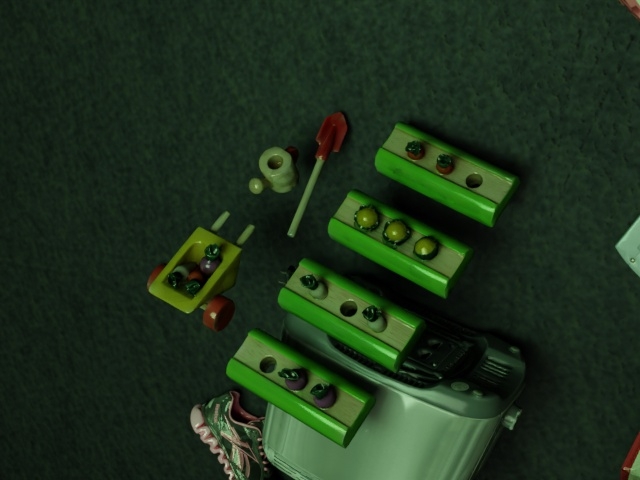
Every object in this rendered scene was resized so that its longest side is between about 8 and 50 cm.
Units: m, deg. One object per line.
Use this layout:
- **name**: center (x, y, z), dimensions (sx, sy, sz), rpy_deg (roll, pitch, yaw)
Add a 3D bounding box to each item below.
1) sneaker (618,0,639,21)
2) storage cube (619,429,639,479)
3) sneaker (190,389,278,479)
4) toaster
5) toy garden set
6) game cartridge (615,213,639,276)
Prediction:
- **sneaker**: center (0.273, -0.162, 0.779), dimensions (0.299, 0.121, 0.112), rpy_deg (38, 109, -13)
- **storage cube**: center (0.325, 0.165, 0.808), dimensions (0.193, 0.215, 0.184), rpy_deg (22, 112, 9)
- **sneaker**: center (-0.064, 0.187, 1.074), dimensions (0.057, 0.047, 0.119), rpy_deg (-37, 90, 16)
- **toaster**: center (0.045, 0.129, 0.960), dimensions (0.227, 0.129, 0.147), rpy_deg (23, 115, 18)
- **toy garden set**: center (0.000, 0.000, 0.903), dimensions (0.203, 0.049, 0.244), rpy_deg (28, 74, 24)
- **game cartridge**: center (0.267, 0.014, 0.893), dimensions (0.083, 0.017, 0.056), rpy_deg (39, 113, 9)
